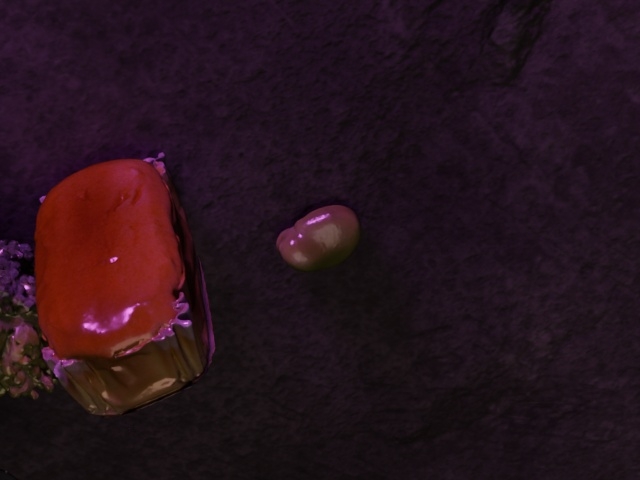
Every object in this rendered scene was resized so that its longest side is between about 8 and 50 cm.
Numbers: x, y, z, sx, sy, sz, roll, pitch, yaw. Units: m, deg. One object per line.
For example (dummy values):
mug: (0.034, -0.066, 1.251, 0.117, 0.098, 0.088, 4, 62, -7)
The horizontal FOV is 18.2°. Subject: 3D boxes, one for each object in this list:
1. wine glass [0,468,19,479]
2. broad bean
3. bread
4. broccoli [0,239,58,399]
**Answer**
wine glass: (-0.379, 0.278, 2.018, 0.309, 0.096, 0.264, -13, 180, 34)
broad bean: (0.000, 0.000, 1.891, 0.083, 0.045, 0.063, -25, 119, 1)
bread: (-0.177, 0.032, 1.750, 0.136, 0.241, 0.107, -21, 133, 7)
broccoli: (-0.349, 0.111, 1.797, 0.247, 0.263, 0.243, -4, 105, 18)
